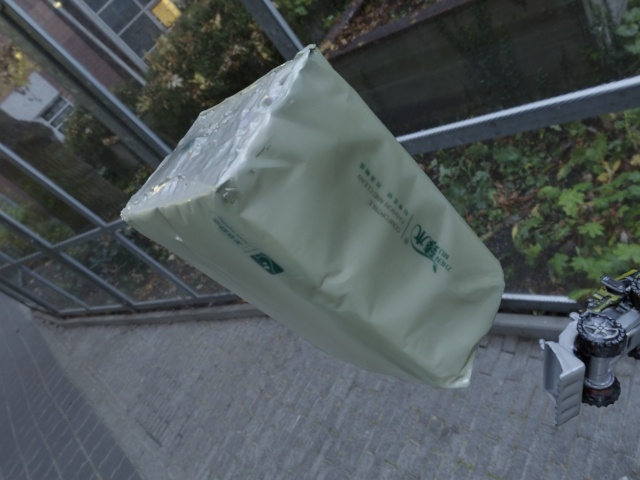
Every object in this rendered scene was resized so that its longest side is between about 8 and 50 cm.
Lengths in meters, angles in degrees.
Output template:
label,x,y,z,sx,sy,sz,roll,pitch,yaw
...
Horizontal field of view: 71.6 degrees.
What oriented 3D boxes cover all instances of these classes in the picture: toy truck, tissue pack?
label,x,y,z,sx,sy,sz,roll,pitch,yaw
toy truck,0.411,0.142,0.649,0.285,0.136,0.111,-27,32,-19
tissue pack,0.000,0.000,0.543,0.297,0.380,0.207,-2,54,55
